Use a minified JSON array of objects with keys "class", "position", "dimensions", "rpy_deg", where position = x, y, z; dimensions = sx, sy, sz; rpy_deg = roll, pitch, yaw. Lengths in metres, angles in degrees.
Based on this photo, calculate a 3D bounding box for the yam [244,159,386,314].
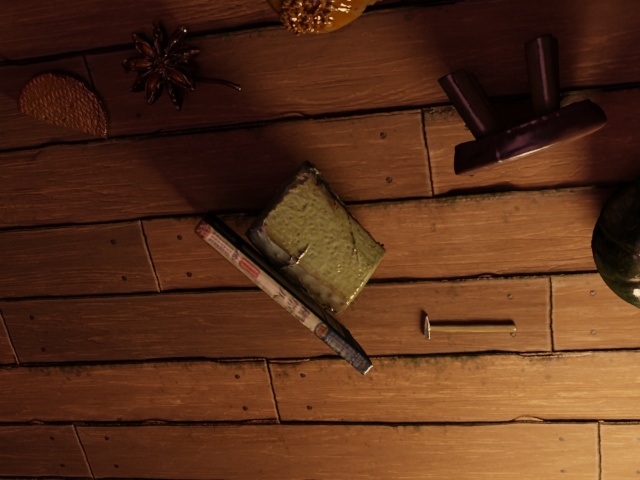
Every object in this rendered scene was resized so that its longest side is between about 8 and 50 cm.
[{"class":"yam","position":[-0.003,0.002,1.506],"dimensions":[0.271,0.201,0.202],"rpy_deg":[43,85,-9]}]

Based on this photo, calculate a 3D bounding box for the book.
[{"class":"book","position":[-0.080,0.096,1.520],"dimensions":[0.428,0.300,0.039],"rpy_deg":[42,89,-8]}]

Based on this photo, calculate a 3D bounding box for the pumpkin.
[{"class":"pumpkin","position":[0.654,0.008,1.356],"dimensions":[0.300,0.207,0.300],"rpy_deg":[6,126,9]}]

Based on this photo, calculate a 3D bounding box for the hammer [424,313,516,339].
[{"class":"hammer","position":[0.325,0.187,1.623],"dimensions":[0.199,0.013,0.062],"rpy_deg":[-2,115,13]}]

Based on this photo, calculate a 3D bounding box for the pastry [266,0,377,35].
[{"class":"pastry","position":[0.013,-0.501,1.280],"dimensions":[0.311,0.162,0.255],"rpy_deg":[-36,105,26]}]

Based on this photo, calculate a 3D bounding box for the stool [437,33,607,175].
[{"class":"stool","position":[0.339,-0.233,1.297],"dimensions":[0.272,0.272,0.178],"rpy_deg":[-20,94,20]}]

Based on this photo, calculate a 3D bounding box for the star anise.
[{"class":"star anise","position":[-0.288,-0.324,1.473],"dimensions":[0.177,0.073,0.234],"rpy_deg":[-44,84,18]}]

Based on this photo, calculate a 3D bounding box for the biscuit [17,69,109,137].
[{"class":"biscuit","position":[-0.541,-0.296,1.574],"dimensions":[0.206,0.025,0.126],"rpy_deg":[17,118,3]}]
